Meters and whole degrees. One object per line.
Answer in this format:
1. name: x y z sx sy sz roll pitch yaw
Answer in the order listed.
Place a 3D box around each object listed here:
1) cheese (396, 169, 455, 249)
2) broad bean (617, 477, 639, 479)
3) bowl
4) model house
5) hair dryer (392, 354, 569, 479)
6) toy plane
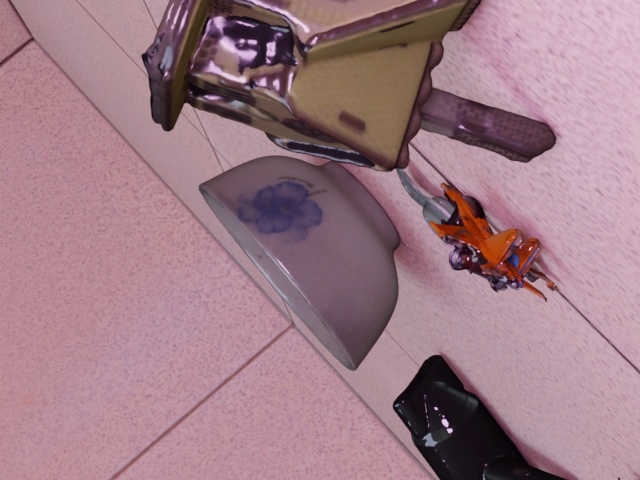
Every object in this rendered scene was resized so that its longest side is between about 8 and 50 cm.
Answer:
1. cheese: 0.115 -0.026 1.567 0.121 0.026 0.067 46 171 28
2. broad bean: 0.385 0.321 1.665 0.227 0.039 0.069 45 165 34
3. bowl: 0.000 0.000 1.892 0.289 0.146 0.289 49 174 7
4. model house: 0.046 -0.138 1.071 0.278 0.205 0.218 20 173 -1
5. hair dryer: 0.238 0.284 2.144 0.244 0.116 0.302 52 160 -19
6. toy plane: 0.139 0.000 1.436 0.135 0.062 0.188 24 -172 -29
